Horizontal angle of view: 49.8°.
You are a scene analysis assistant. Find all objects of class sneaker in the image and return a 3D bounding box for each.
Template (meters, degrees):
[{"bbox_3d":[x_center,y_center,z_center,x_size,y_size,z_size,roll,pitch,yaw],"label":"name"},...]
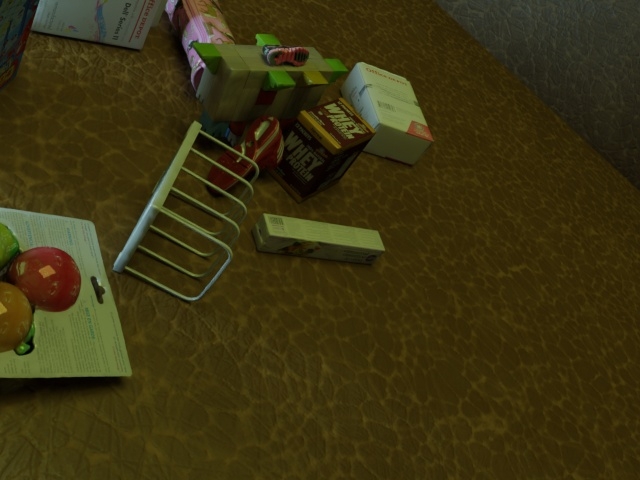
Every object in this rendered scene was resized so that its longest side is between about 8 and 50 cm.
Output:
[{"bbox_3d":[-0.156,-0.172,1.594,0.087,0.221,0.128,39,-10,30],"label":"sneaker"},{"bbox_3d":[-0.080,-0.428,1.565,0.119,0.047,0.057,-8,41,-39],"label":"sneaker"}]

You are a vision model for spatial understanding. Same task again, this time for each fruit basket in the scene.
[{"bbox_3d":[-0.491,0.078,1.080,0.353,0.165,0.327,15,42,-50],"label":"fruit basket"}]

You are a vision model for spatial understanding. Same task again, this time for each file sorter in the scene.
[{"bbox_3d":[-0.247,-0.053,1.341,0.173,0.193,0.277,29,39,-16],"label":"file sorter"}]

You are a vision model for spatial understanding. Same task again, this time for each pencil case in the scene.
[{"bbox_3d":[-0.305,-0.543,1.807,0.167,0.160,0.386,2,52,-38],"label":"pencil case"}]

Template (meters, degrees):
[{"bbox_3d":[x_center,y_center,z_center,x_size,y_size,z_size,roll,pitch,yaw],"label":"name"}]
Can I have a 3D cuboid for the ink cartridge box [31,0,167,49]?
[{"bbox_3d":[-0.507,-0.586,1.646,0.354,0.207,0.119,-1,51,-39],"label":"ink cartridge box"}]

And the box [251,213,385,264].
[{"bbox_3d":[0.000,0.000,1.587,0.324,0.063,0.067,7,49,-34],"label":"box"}]

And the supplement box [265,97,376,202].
[{"bbox_3d":[0.000,-0.225,1.705,0.129,0.194,0.191,46,39,10],"label":"supplement box"}]

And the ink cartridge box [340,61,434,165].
[{"bbox_3d":[0.197,-0.383,2.082,0.207,0.117,0.283,12,46,-29],"label":"ink cartridge box"}]

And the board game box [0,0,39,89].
[{"bbox_3d":[-0.629,-0.366,1.255,0.086,0.302,0.308,29,40,-13],"label":"board game box"}]

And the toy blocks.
[{"bbox_3d":[-0.151,-0.330,1.654,0.382,0.261,0.190,-10,54,-39],"label":"toy blocks"}]
